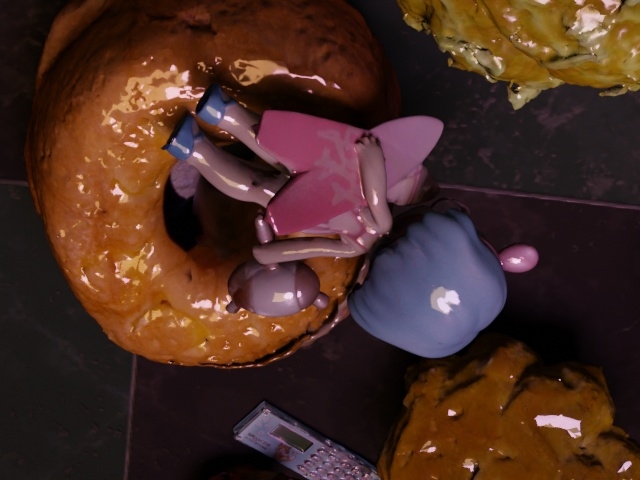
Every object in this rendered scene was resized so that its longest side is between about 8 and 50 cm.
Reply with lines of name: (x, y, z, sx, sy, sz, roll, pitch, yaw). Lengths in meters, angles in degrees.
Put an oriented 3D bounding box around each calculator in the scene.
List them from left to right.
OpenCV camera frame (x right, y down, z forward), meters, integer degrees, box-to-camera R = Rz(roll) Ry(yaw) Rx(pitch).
calculator: (0.000, 0.205, 1.492, 0.172, 0.018, 0.057, 34, 121, -21)

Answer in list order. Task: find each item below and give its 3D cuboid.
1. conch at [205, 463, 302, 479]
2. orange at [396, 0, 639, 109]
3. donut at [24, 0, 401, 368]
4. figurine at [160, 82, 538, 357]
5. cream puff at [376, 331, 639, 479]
conch: (-0.083, 0.257, 1.504, 0.086, 0.080, 0.232, 29, 149, -5)
orange: (0.141, -0.234, 0.966, 0.223, 0.300, 0.301, -14, 155, -46)
donut: (-0.076, -0.054, 1.197, 0.299, 0.150, 0.317, -27, 125, 13)
figurine: (0.003, 0.002, 1.093, 0.260, 0.103, 0.205, 33, 115, -17)
cream puff: (0.164, 0.192, 1.349, 0.244, 0.196, 0.244, 0, 98, 0)
